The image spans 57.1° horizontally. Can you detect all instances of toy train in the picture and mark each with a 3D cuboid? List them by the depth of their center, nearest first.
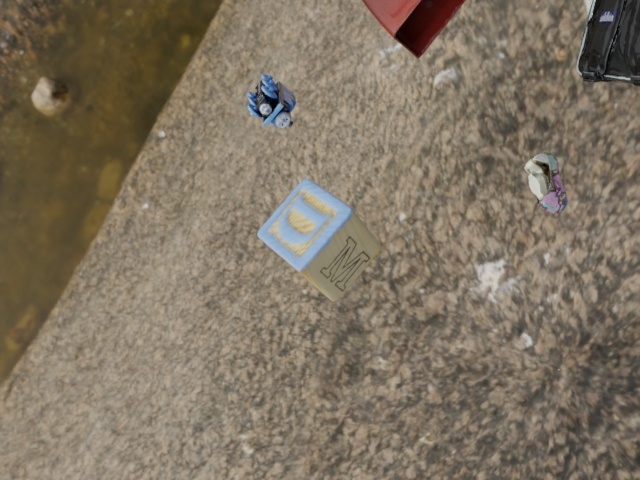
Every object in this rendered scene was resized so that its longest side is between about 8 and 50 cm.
[{"bbox_3d":[-0.109,-0.318,1.356,0.080,0.105,0.184,-48,25,20],"label":"toy train"}]

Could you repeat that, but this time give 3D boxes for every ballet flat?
[{"bbox_3d":[0.535,-0.153,1.419,0.221,0.079,0.077,-83,18,-45],"label":"ballet flat"}]

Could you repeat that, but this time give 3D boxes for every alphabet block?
[{"bbox_3d":[0.000,0.000,1.452,0.193,0.197,0.192,-48,51,-3],"label":"alphabet block"}]

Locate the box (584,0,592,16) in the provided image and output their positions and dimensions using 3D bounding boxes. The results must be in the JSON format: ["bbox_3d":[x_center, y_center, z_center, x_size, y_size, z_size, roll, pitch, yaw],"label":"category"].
[{"bbox_3d":[0.671,-0.618,1.315,0.149,0.127,0.232,-8,101,47],"label":"box"}]

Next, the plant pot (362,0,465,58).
[{"bbox_3d":[0.241,-0.711,1.637,0.236,0.267,0.267,44,109,15],"label":"plant pot"}]

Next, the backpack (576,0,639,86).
[{"bbox_3d":[0.509,-0.353,0.843,0.191,0.225,0.253,-5,109,-19],"label":"backpack"}]
